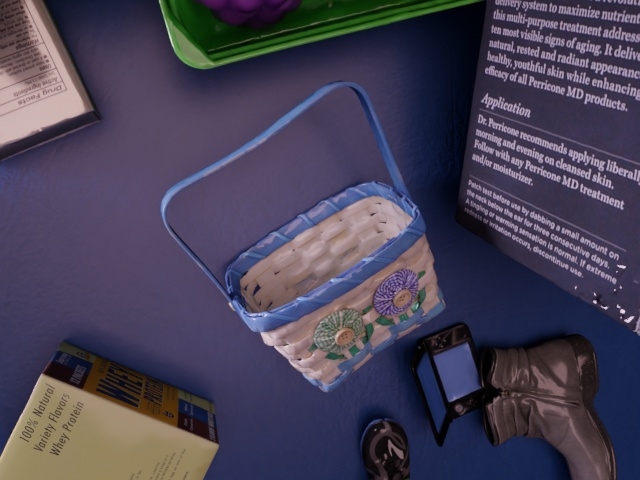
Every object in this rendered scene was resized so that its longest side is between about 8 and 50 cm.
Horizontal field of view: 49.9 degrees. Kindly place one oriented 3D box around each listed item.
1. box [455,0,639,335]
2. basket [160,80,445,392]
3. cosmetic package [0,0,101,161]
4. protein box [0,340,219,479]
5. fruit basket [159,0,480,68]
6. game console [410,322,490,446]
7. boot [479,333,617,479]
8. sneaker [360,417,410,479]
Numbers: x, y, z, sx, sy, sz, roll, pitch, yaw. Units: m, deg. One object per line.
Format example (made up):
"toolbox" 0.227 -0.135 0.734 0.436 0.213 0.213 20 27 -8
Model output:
"box" 0.435 -0.207 0.691 0.480 0.297 0.471 -7 116 -24
"basket" 0.000 0.000 0.775 0.255 0.201 0.289 -35 111 -5
"cosmetic package" -0.363 -0.238 0.716 0.153 0.129 0.296 -23 99 -10
"protein box" -0.251 0.256 0.784 0.201 0.136 0.199 26 91 -13
"fruit basket" 0.002 -0.344 0.660 0.392 0.392 0.282 -17 99 -9
"game console" 0.172 0.185 0.895 0.107 0.071 0.122 -21 100 -8
"boot" 0.293 0.251 0.922 0.161 0.083 0.246 -10 89 -12
"sneaker" 0.093 0.321 0.889 0.067 0.078 0.188 -5 96 -11
